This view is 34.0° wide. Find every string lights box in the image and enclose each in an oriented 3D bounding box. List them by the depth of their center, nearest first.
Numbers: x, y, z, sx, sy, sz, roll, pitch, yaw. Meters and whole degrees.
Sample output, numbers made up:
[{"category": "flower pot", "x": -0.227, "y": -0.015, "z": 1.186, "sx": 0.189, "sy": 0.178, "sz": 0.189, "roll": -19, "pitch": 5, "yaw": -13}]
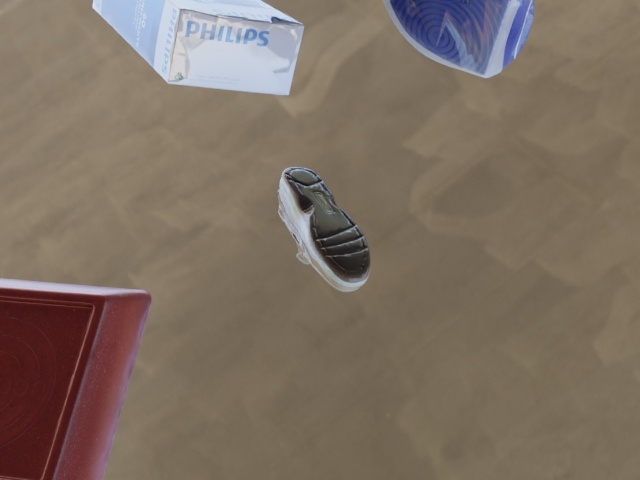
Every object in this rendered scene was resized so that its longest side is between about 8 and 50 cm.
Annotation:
[{"category": "string lights box", "x": -0.135, "y": -0.235, "z": 1.094, "sx": 0.133, "sy": 0.077, "sz": 0.260, "roll": 2, "pitch": -154, "yaw": -30}]

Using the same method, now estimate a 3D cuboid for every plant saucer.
[{"category": "plant saucer", "x": -0.321, "y": 0.147, "z": 1.036, "sx": 0.258, "sy": 0.048, "sz": 0.259, "roll": 3, "pitch": -117, "yaw": 16}]

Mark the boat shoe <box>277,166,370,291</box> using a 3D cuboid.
[{"category": "boat shoe", "x": 0.000, "y": 0.000, "z": 1.161, "sx": 0.068, "sy": 0.072, "sz": 0.190, "roll": 4, "pitch": -142, "yaw": -26}]

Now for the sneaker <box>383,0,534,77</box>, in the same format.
[{"category": "sneaker", "x": 0.102, "y": -0.310, "z": 1.062, "sx": 0.315, "sy": 0.127, "sz": 0.182, "roll": 38, "pitch": -135, "yaw": 20}]
